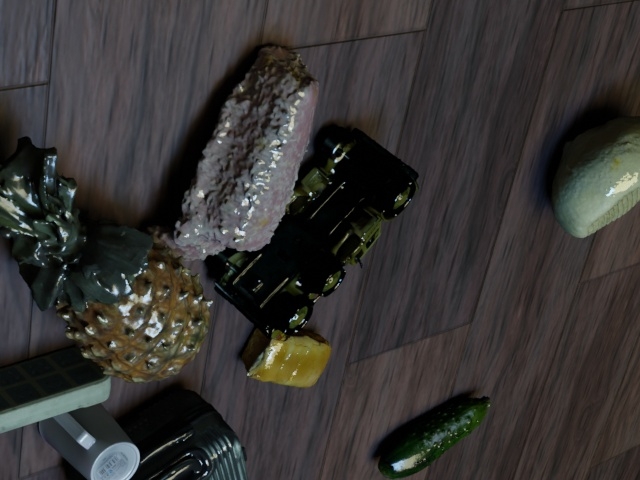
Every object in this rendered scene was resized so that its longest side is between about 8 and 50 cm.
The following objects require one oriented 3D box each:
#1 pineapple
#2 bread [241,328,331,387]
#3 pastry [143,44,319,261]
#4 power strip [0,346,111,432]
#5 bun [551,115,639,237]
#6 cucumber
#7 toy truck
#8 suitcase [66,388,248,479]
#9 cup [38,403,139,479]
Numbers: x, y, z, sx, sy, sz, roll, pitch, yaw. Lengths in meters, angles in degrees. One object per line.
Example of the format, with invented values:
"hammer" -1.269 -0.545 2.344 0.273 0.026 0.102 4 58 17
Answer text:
"pineapple" -0.219 0.021 1.260 0.310 0.170 0.141 57 48 -47
"bread" -0.041 0.147 1.617 0.132 0.053 0.074 20 105 -53
"pastry" -0.078 -0.075 1.357 0.265 0.112 0.103 -58 153 10
"power strip" -0.321 0.162 1.324 0.226 0.080 0.029 -16 127 -38
"bun" 0.413 -0.105 1.828 0.222 0.127 0.222 -37 170 -8
"cucumber" 0.179 0.297 1.954 0.227 0.069 0.069 -27 136 -31
"toy truck" 0.000 -0.003 1.491 0.257 0.127 0.127 -49 157 -4
"suitcase" -0.185 0.342 1.567 0.202 0.128 0.312 -32 138 -24
"cup" -0.262 0.212 1.403 0.074 0.116 0.104 -45 135 -11
